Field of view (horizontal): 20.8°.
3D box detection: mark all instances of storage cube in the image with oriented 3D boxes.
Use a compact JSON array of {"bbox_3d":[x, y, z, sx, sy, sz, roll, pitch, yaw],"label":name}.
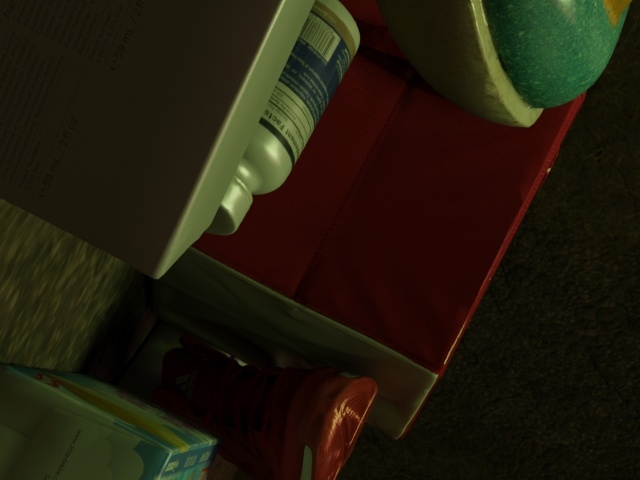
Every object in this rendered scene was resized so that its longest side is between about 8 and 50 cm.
[{"bbox_3d":[0.021,-0.019,1.034,0.193,0.184,0.215,-61,176,-19],"label":"storage cube"}]

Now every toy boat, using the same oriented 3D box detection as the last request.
[{"bbox_3d":[0.070,-0.159,0.635,0.318,0.148,0.267,-35,126,-61],"label":"toy boat"}]

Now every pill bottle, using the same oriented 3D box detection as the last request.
[{"bbox_3d":[-0.035,-0.065,0.840,0.120,0.067,0.067,-62,176,-22],"label":"pill bottle"}]

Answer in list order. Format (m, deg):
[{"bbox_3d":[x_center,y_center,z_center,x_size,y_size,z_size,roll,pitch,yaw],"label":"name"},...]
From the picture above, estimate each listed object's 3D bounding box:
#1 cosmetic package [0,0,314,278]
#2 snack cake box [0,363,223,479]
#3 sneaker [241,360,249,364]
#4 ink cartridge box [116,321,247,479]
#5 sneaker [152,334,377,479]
[{"bbox_3d":[-0.024,-0.122,0.373,0.239,0.099,0.060,-64,179,15],"label":"cosmetic package"},{"bbox_3d":[-0.129,0.147,0.854,0.152,0.089,0.264,-64,177,-4],"label":"snack cake box"},{"bbox_3d":[0.000,0.000,1.215,0.228,0.086,0.132,-70,154,-20],"label":"sneaker"},{"bbox_3d":[-0.150,0.210,1.199,0.307,0.072,0.303,-61,174,-54],"label":"ink cartridge box"},{"bbox_3d":[-0.044,0.103,1.014,0.087,0.128,0.221,-63,175,-19],"label":"sneaker"}]
